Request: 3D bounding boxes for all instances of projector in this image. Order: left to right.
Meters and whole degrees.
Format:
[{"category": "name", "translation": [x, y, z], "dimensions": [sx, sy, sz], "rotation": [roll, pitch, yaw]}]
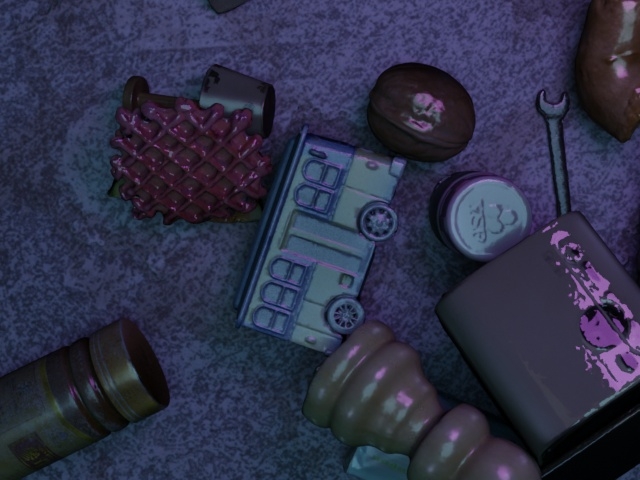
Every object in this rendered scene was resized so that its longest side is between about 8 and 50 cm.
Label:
[{"category": "projector", "translation": [0.337, 0.144, 1.380], "dimensions": [0.249, 0.248, 0.249], "rotation": [-34, 67, 1]}]

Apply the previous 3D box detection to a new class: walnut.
[{"category": "walnut", "translation": [0.148, -0.188, 1.446], "dimensions": [0.162, 0.140, 0.140], "rotation": [17, 95, -13]}]

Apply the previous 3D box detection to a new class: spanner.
[{"category": "spanner", "translation": [0.372, -0.108, 1.515], "dimensions": [0.054, 0.015, 0.254], "rotation": [-8, 95, -1]}]

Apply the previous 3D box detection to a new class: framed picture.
[{"category": "framed picture", "translation": [0.409, 0.338, 1.462], "dimensions": [0.339, 0.255, 0.014], "rotation": [-35, 56, 3]}]

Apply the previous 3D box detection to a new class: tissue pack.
[{"category": "tissue pack", "translation": [0.188, 0.330, 1.515], "dimensions": [0.263, 0.089, 0.177], "rotation": [25, 92, -4]}]

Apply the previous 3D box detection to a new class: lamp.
[{"category": "lamp", "translation": [-0.178, -0.203, 1.449], "dimensions": [0.215, 0.121, 0.121], "rotation": [7, 95, 11]}]

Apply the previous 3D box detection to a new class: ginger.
[{"category": "ginger", "translation": [0.446, -0.276, 1.435], "dimensions": [0.152, 0.138, 0.267], "rotation": [-2, 93, 42]}]

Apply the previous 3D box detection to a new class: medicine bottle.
[{"category": "medicine bottle", "translation": [-0.404, 0.252, 1.465], "dimensions": [0.323, 0.151, 0.151], "rotation": [-26, 95, 1]}, {"category": "medicine bottle", "translation": [0.233, -0.037, 1.442], "dimensions": [0.135, 0.168, 0.135], "rotation": [0, 95, 0]}]

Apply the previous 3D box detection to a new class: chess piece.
[{"category": "chess piece", "translation": [0.151, 0.273, 1.349], "dimensions": [0.330, 0.182, 0.182], "rotation": [36, 94, 23]}]

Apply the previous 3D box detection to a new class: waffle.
[{"category": "waffle", "translation": [-0.186, -0.109, 1.409], "dimensions": [0.235, 0.055, 0.221], "rotation": [1, 130, -2]}]

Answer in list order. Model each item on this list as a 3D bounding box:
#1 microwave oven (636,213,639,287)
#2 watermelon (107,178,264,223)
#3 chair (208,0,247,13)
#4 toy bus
[{"category": "microwave oven", "translation": [0.662, -0.074, 1.413], "dimensions": [0.375, 0.236, 0.431], "rotation": [9, 95, -2]}, {"category": "watermelon", "translation": [-0.199, -0.088, 1.491], "dimensions": [0.245, 0.063, 0.119], "rotation": [9, 115, -6]}, {"category": "chair", "translation": [-0.196, -0.509, 1.417], "dimensions": [0.160, 0.319, 0.186], "rotation": [-41, 50, 1]}, {"category": "toy bus", "translation": [0.000, 0.000, 1.451], "dimensions": [0.190, 0.152, 0.312], "rotation": [19, 95, -3]}]
